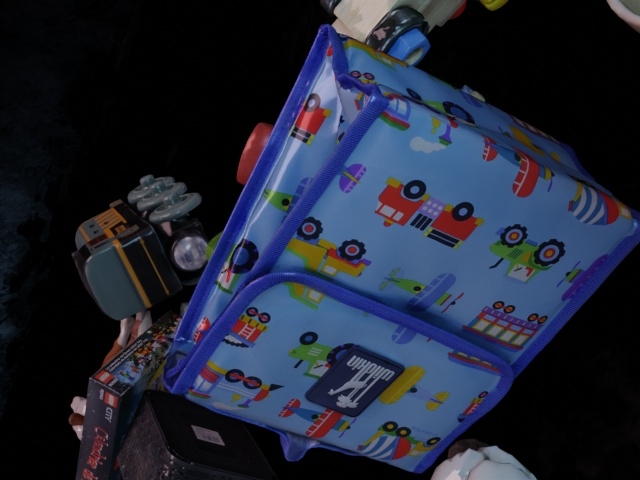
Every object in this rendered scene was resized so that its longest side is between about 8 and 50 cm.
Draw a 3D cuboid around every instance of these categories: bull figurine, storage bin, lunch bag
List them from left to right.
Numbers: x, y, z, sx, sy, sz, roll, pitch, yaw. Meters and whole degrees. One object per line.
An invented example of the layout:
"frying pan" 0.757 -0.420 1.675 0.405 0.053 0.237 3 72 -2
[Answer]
"bull figurine" -0.275 0.195 1.332 0.310 0.101 0.188 -27 45 57
"storage bin" -0.134 0.239 0.975 0.084 0.122 0.180 -67 24 5
"lunch bag" 0.038 0.037 0.654 0.293 0.221 0.138 -59 26 21

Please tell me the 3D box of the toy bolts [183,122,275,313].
"toy bolts" 0.000 0.000 0.937 0.218 0.158 0.228 -30 -35 -60

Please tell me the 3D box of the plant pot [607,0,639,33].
"plant pot" 0.269 -0.126 0.306 0.284 0.191 0.284 -49 16 19

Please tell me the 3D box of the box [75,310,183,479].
"box" -0.223 0.218 1.100 0.159 0.044 0.233 -43 -26 -55

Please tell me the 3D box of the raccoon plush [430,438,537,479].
"raccoon plush" 0.096 0.304 0.370 0.299 0.216 0.446 139 144 -60

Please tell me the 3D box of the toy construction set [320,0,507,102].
"toy construction set" 0.123 -0.199 0.706 0.151 0.215 0.327 36 109 23

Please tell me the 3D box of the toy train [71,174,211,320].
"toy train" -0.257 0.005 1.315 0.190 0.142 0.334 -27 19 -14
